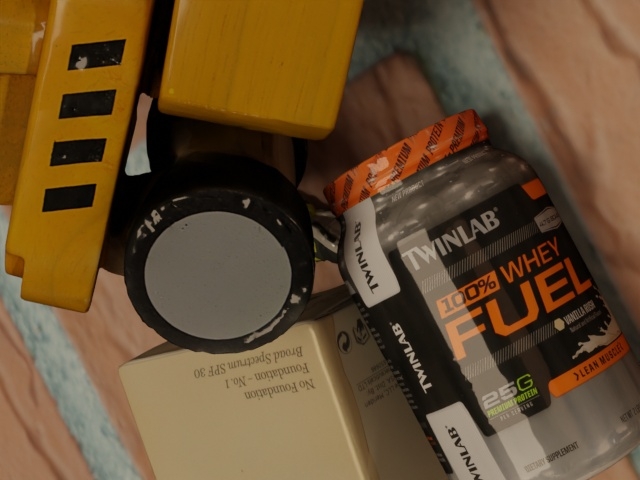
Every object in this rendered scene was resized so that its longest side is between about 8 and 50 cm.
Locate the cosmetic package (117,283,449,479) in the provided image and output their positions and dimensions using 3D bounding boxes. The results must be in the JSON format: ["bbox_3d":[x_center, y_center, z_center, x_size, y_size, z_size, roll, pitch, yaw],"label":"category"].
[{"bbox_3d":[0.016,0.188,0.864,0.160,0.113,0.309,-17,94,37],"label":"cosmetic package"}]

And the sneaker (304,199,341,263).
[{"bbox_3d":[0.000,0.000,0.869,0.083,0.031,0.035,27,133,30],"label":"sneaker"}]

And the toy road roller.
[{"bbox_3d":[-0.100,-0.119,0.727,0.240,0.202,0.330,12,116,-8],"label":"toy road roller"}]

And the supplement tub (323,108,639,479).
[{"bbox_3d":[0.085,0.036,0.762,0.117,0.117,0.190,-30,87,38],"label":"supplement tub"}]
